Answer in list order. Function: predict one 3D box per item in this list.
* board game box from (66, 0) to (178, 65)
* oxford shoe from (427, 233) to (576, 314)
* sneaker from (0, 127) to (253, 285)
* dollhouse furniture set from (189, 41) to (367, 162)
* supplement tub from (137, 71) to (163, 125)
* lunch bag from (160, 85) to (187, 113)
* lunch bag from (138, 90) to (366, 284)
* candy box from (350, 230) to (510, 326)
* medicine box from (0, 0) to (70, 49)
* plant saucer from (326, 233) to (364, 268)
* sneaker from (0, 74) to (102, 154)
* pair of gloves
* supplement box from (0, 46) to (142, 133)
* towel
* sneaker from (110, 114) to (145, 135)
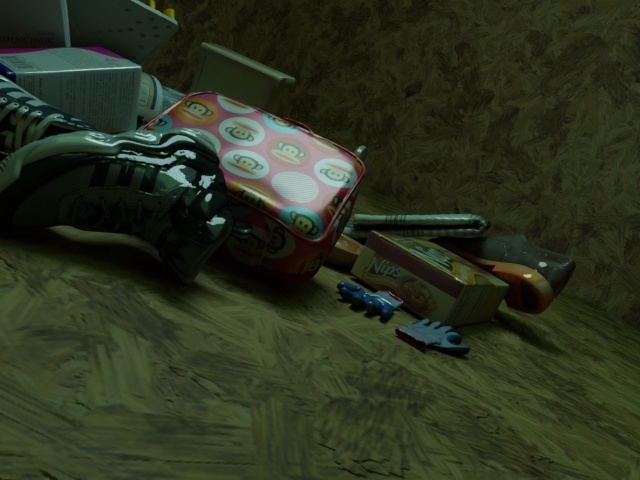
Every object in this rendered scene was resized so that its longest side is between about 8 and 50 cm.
[{"bbox_3d":[-0.579,-0.465,1.410,0.389,0.051,0.389,-24,-27,37],"label":"board game box"},{"bbox_3d":[0.372,0.048,1.375,0.363,0.132,0.130,25,-33,55],"label":"oxford shoe"},{"bbox_3d":[-0.187,-0.027,0.646,0.268,0.101,0.153,-18,65,-44],"label":"sneaker"},{"bbox_3d":[-0.115,-0.242,1.343,0.361,0.257,0.394,27,20,14],"label":"dollhouse furniture set"},{"bbox_3d":[-0.480,-0.340,1.483,0.199,0.145,0.144,15,14,-47],"label":"supplement tub"},{"bbox_3d":[-0.420,-0.377,1.938,0.243,0.115,0.303,17,13,-26],"label":"lunch bag"},{"bbox_3d":[-0.092,-0.093,0.888,0.293,0.120,0.258,26,44,6],"label":"lunch bag"},{"bbox_3d":[0.207,0.069,1.156,0.182,0.088,0.316,31,11,27],"label":"candy box"},{"bbox_3d":[-0.567,-0.388,1.088,0.263,0.149,0.289,-5,36,-21],"label":"medicine box"},{"bbox_3d":[0.000,0.000,1.161,0.199,0.037,0.200,24,9,-4],"label":"plant saucer"},{"bbox_3d":[-0.375,-0.136,0.794,0.282,0.099,0.153,22,8,-33],"label":"sneaker"},{"bbox_3d":[0.120,0.109,0.929,0.198,0.023,0.159,29,11,28],"label":"pair of gloves"},{"bbox_3d":[-0.396,-0.224,0.979,0.111,0.114,0.220,30,32,29],"label":"supplement box"},{"bbox_3d":[0.216,-0.038,1.463,0.323,0.056,0.312,-2,2,17],"label":"towel"},{"bbox_3d":[-0.248,-0.144,1.139,0.255,0.094,0.151,19,17,-17],"label":"sneaker"}]
